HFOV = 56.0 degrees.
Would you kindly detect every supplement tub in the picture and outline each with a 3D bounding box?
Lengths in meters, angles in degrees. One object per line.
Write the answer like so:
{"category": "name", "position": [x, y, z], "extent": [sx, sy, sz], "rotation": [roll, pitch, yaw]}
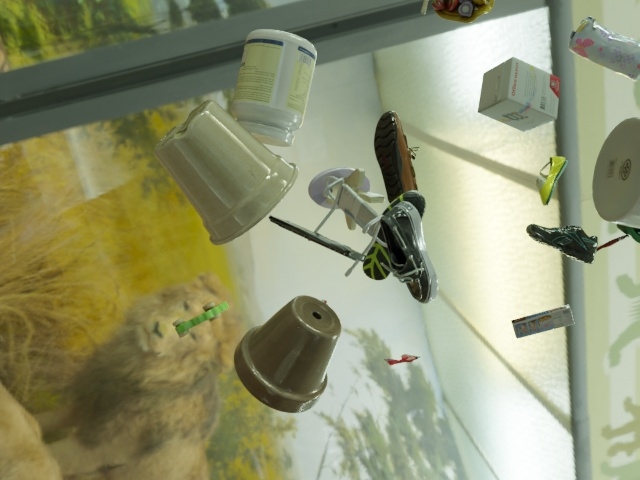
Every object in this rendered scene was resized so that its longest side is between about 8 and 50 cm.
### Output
{"category": "supplement tub", "position": [-0.154, -0.484, 1.940], "extent": [0.235, 0.235, 0.325], "rotation": [-167, -91, -84]}

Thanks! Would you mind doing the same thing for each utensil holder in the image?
{"category": "utensil holder", "position": [1.031, -0.169, 1.705], "extent": [0.327, 0.385, 0.328], "rotation": [-171, -90, -86]}

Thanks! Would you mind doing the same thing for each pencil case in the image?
{"category": "pencil case", "position": [0.984, -0.647, 2.031], "extent": [0.273, 0.113, 0.124], "rotation": [36, -57, 20]}

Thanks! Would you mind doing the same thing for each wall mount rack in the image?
{"category": "wall mount rack", "position": [0.090, -0.049, 2.145], "extent": [0.350, 0.130, 0.304], "rotation": [45, -31, 19]}

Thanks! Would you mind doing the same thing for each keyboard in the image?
{"category": "keyboard", "position": [0.000, 0.000, 1.834], "extent": [0.317, 0.033, 0.201], "rotation": [25, 5, 32]}

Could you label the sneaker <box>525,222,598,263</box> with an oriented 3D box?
{"category": "sneaker", "position": [0.832, -0.012, 2.070], "extent": [0.101, 0.267, 0.106], "rotation": [-136, -111, -79]}

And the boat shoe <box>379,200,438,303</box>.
{"category": "boat shoe", "position": [0.221, 0.053, 1.551], "extent": [0.113, 0.105, 0.306], "rotation": [30, -35, 46]}

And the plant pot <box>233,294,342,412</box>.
{"category": "plant pot", "position": [-0.061, 0.270, 1.559], "extent": [0.229, 0.263, 0.263], "rotation": [-57, -150, 25]}

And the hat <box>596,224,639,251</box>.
{"category": "hat", "position": [1.060, -0.057, 2.097], "extent": [0.183, 0.208, 0.173], "rotation": [157, -82, -72]}

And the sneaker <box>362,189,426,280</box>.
{"category": "sneaker", "position": [0.265, -0.035, 2.228], "extent": [0.385, 0.145, 0.147], "rotation": [-61, -179, 31]}

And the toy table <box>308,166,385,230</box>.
{"category": "toy table", "position": [0.108, -0.184, 2.410], "extent": [0.161, 0.274, 0.252], "rotation": [-137, -143, -54]}

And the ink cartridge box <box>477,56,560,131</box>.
{"category": "ink cartridge box", "position": [0.545, -0.399, 1.658], "extent": [0.127, 0.176, 0.128], "rotation": [-16, -120, 64]}

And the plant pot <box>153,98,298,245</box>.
{"category": "plant pot", "position": [-0.282, -0.211, 1.685], "extent": [0.305, 0.333, 0.334], "rotation": [49, 5, -22]}

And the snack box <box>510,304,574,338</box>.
{"category": "snack box", "position": [0.684, 0.252, 1.855], "extent": [0.022, 0.178, 0.064], "rotation": [-85, 155, -62]}

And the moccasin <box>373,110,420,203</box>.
{"category": "moccasin", "position": [0.312, -0.324, 2.374], "extent": [0.139, 0.147, 0.380], "rotation": [-25, -104, 44]}

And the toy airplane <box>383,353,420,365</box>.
{"category": "toy airplane", "position": [0.328, 0.479, 2.409], "extent": [0.151, 0.151, 0.028], "rotation": [139, -56, -84]}

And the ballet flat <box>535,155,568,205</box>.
{"category": "ballet flat", "position": [0.838, -0.224, 2.218], "extent": [0.077, 0.231, 0.077], "rotation": [24, -26, 18]}

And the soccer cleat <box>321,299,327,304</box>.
{"category": "soccer cleat", "position": [0.011, 0.254, 2.175], "extent": [0.029, 0.035, 0.083], "rotation": [61, 19, -66]}

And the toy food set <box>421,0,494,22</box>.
{"category": "toy food set", "position": [0.393, -0.714, 1.751], "extent": [0.128, 0.217, 0.071], "rotation": [-66, 155, -9]}

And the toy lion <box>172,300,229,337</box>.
{"category": "toy lion", "position": [-0.214, 0.139, 1.083], "extent": [0.034, 0.100, 0.096], "rotation": [62, -17, -1]}
